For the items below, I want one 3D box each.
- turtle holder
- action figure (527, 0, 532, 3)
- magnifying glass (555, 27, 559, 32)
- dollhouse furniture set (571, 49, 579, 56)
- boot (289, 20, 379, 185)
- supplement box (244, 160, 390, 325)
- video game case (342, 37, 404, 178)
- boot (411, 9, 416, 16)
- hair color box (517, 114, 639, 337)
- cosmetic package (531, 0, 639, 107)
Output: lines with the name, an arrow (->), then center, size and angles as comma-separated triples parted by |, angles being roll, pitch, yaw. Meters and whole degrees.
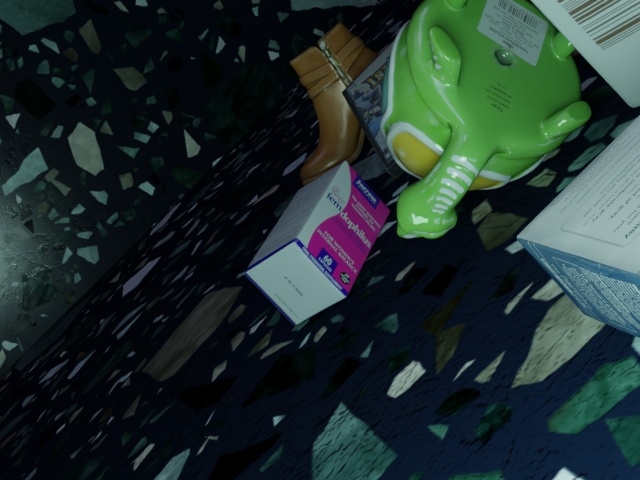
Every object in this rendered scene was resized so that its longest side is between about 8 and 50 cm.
turtle holder -> 0.191, -0.153, 1.234 | 0.227, 0.243, 0.320 | 132, 135, -53
action figure -> 0.285, -0.339, 1.704 | 0.280, 0.091, 0.139 | -45, 8, -5
magnifying glass -> 0.340, -0.306, 1.594 | 0.231, 0.026, 0.092 | -40, 15, 14
dollhouse furniture set -> 0.336, -0.298, 1.466 | 0.114, 0.081, 0.091 | -46, 15, -10
boot -> 0.014, -0.264, 1.944 | 0.283, 0.220, 0.109 | -42, 15, 4
supplement box -> 0.000, 0.000, 1.454 | 0.114, 0.111, 0.220 | -32, 19, 37
video game case -> 0.175, -0.271, 1.666 | 0.275, 0.035, 0.248 | -43, 41, 17
boot -> 0.303, -0.519, 2.152 | 0.246, 0.094, 0.207 | -42, 7, -27
hair color box -> 0.295, -0.003, 0.694 | 0.174, 0.105, 0.347 | -44, 14, -4
cosmetic package -> 0.401, -0.436, 1.098 | 0.327, 0.329, 0.393 | -29, 30, 44
